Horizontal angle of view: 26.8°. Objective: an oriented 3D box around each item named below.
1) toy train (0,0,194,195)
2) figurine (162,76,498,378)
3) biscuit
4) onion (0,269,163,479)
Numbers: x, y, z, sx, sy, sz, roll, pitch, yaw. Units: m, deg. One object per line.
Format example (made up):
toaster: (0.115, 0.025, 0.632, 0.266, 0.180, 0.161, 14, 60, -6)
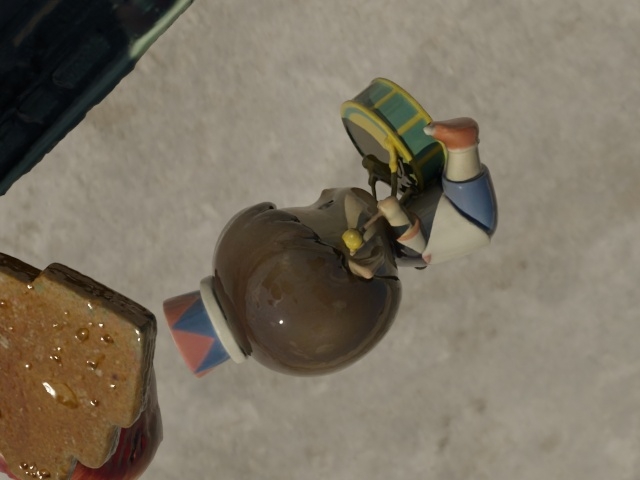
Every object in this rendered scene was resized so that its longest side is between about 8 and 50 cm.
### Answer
toy train: (-0.189, -0.061, 0.644, 0.407, 0.088, 0.086, -43, 132, 8)
figurine: (0.006, 0.007, 1.026, 0.275, 0.161, 0.158, -41, 88, -17)
biscuit: (-0.112, 0.049, 0.553, 0.130, 0.019, 0.119, -16, 106, 36)
onion: (-0.221, 0.113, 1.207, 0.230, 0.230, 0.163, 27, 117, -33)
